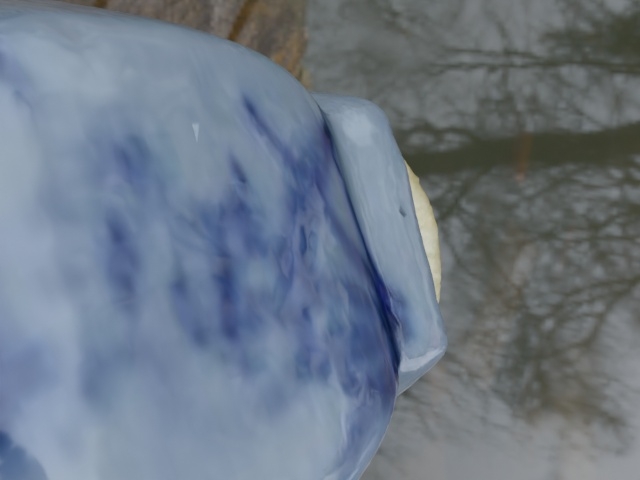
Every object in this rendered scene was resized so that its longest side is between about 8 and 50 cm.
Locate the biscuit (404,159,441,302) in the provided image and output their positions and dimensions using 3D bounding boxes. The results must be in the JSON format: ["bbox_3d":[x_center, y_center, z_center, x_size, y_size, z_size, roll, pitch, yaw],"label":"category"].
[{"bbox_3d":[0.000,0.000,0.899,0.188,0.040,0.265,-44,112,-11],"label":"biscuit"}]

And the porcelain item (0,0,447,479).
[{"bbox_3d":[-0.105,0.033,0.415,0.405,0.179,0.242,-15,91,-60],"label":"porcelain item"}]
